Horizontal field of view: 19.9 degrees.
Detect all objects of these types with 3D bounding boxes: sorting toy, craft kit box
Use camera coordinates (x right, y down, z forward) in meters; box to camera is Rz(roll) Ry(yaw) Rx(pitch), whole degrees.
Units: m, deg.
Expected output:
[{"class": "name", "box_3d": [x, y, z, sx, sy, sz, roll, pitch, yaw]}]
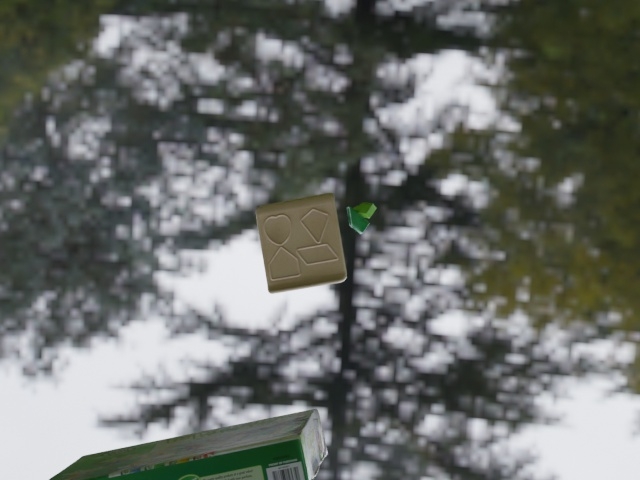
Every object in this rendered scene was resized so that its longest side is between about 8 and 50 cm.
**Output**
[{"class": "sorting toy", "box_3d": [0.000, 0.000, 1.225, 0.083, 0.062, 0.012, -10, 172, 17]}, {"class": "craft kit box", "box_3d": [-0.124, 0.218, 1.713, 0.249, 0.061, 0.246, -12, 177, 3]}]
